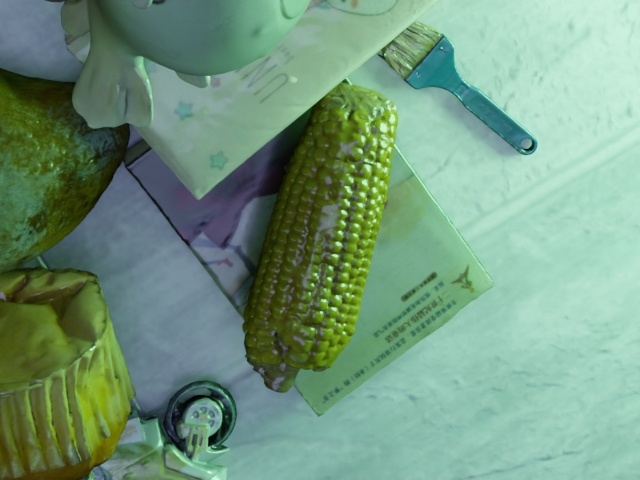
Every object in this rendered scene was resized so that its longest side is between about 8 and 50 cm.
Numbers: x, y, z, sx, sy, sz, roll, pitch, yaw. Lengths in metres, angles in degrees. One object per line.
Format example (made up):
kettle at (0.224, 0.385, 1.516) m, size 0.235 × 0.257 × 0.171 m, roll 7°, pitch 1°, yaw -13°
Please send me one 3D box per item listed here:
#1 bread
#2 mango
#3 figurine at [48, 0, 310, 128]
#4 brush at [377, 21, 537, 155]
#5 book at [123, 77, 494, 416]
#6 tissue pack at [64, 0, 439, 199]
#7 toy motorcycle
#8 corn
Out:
bread at (-0.295, 0.130, 1.566) m, size 0.288 × 0.204 × 0.156 m, roll -11°, pitch 124°, yaw -6°
mango at (-0.304, -0.058, 1.550) m, size 0.316 × 0.146 × 0.193 m, roll -10°, pitch 101°, yaw -21°
figurine at (-0.191, -0.219, 1.447) m, size 0.394 × 0.226 × 0.275 m, roll 17°, pitch 117°, yaw 19°
brush at (0.123, -0.125, 1.648) m, size 0.164 × 0.014 × 0.051 m, roll 39°, pitch 100°, yaw -17°
book at (-0.009, -0.016, 1.657) m, size 0.201 × 0.026 × 0.289 m, roll -37°, pitch 107°, yaw 3°
tissue pack at (-0.028, -0.200, 1.549) m, size 0.325 × 0.071 × 0.170 m, roll -39°, pitch 110°, yaw 6°
toy motorcycle at (-0.167, 0.217, 1.684) m, size 0.228 × 0.074 × 0.151 m, roll -23°, pitch 103°, yaw -10°
corn at (0.000, 0.000, 1.600) m, size 0.097 × 0.097 × 0.262 m, roll 15°, pitch 99°, yaw -12°
